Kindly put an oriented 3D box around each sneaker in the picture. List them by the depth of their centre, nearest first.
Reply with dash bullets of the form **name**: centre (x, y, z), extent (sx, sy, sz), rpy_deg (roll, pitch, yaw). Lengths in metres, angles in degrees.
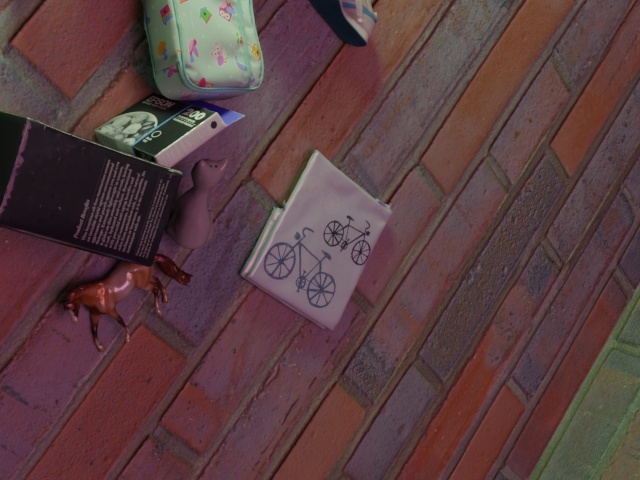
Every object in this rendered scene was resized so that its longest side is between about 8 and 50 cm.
- **sneaker**: centre (0.046, -0.528, 2.111), extent (0.229, 0.087, 0.092), rpy_deg (48, 62, -45)

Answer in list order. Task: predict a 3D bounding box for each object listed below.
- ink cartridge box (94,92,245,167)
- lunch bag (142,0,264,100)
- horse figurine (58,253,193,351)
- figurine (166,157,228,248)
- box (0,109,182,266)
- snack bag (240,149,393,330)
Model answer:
- **ink cartridge box**: centre (-0.283, -0.220, 1.813), extent (0.208, 0.206, 0.045), rpy_deg (-39, 131, -28)
- **lunch bag**: centre (-0.217, -0.409, 1.840), extent (0.224, 0.107, 0.279), rpy_deg (-8, 90, -45)
- **horse figurine**: centre (-0.381, 0.104, 1.906), extent (0.263, 0.066, 0.175), rpy_deg (-37, 129, -26)
- **figurine**: centre (-0.284, -0.072, 1.865), extent (0.214, 0.092, 0.209), rpy_deg (-14, 141, -39)
- **box**: centre (-0.451, -0.096, 1.639), extent (0.294, 0.296, 0.183), rpy_deg (20, 88, -41)
- **snack bag**: centre (0.000, 0.000, 2.230), extent (0.323, 0.037, 0.343), rpy_deg (35, 78, -41)
